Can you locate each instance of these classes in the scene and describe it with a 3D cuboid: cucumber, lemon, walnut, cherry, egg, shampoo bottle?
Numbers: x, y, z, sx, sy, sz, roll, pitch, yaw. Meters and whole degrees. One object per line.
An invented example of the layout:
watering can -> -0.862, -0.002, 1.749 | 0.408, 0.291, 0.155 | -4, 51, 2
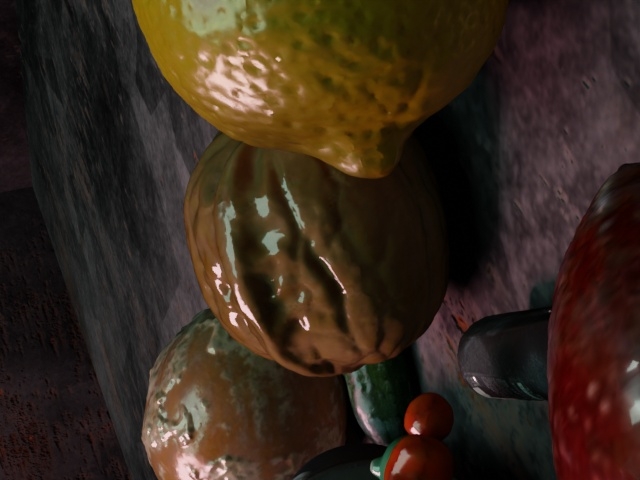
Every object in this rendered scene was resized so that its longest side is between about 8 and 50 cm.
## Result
cucumber -> 0.043, 0.087, 1.036 | 0.056, 0.056, 0.250 | 172, 86, -71
lemon -> -0.001, -0.165, 0.725 | 0.228, 0.228, 0.253 | 125, 145, -65
walnut -> 0.000, 0.000, 0.908 | 0.213, 0.213, 0.213 | 167, 90, -71
cherry -> 0.167, 0.062, 0.472 | 0.175, 0.192, 0.250 | -43, 46, 28
egg -> -0.069, 0.166, 1.192 | 0.203, 0.203, 0.245 | -128, 42, -52
shampoo bottle -> 0.146, 0.067, 0.719 | 0.207, 0.057, 0.063 | 159, 99, -72

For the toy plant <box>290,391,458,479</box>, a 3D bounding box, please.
toy plant -> 0.031, 0.250, 0.827 | 0.185, 0.279, 0.400 | 46, 180, -1
